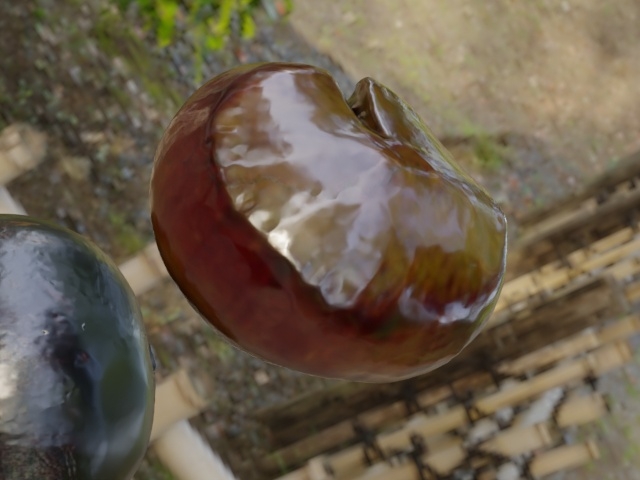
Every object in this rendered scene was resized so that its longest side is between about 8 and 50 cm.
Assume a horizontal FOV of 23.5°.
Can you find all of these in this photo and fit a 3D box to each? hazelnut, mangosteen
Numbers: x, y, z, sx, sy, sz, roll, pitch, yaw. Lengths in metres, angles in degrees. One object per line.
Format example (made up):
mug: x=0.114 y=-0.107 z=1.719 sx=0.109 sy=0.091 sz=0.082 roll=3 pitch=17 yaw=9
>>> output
hazelnut: x=0.000 y=0.000 z=1.039 sx=0.251 sy=0.217 sz=0.217 roll=27 pitch=33 yaw=-12
mangosteen: x=-0.285 y=0.119 z=1.252 sx=0.302 sy=0.275 sz=0.275 roll=-6 pitch=64 yaw=-21
